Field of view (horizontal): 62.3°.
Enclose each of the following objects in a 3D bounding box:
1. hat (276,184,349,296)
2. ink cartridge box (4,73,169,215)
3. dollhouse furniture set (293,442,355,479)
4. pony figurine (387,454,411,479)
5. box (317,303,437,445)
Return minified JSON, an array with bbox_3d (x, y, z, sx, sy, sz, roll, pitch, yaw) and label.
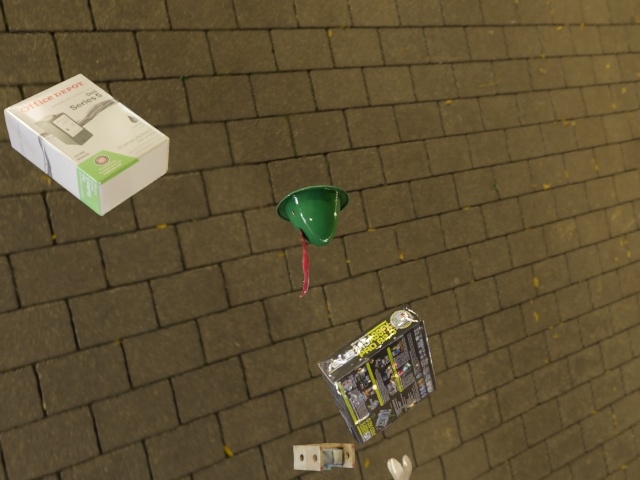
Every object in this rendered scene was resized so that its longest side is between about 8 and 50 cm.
[{"bbox_3d":[0.000,0.000,1.220,0.173,0.208,0.183,-14,68,5],"label":"hat"},{"bbox_3d":[-0.501,-0.213,1.151,0.273,0.114,0.198,36,51,9],"label":"ink cartridge box"},{"bbox_3d":[0.014,0.679,1.510,0.129,0.129,0.183,12,66,-36],"label":"dollhouse furniture set"},{"bbox_3d":[0.018,0.483,0.637,0.303,0.363,0.350,-10,135,-39],"label":"pony figurine"},{"bbox_3d":[0.127,0.283,1.093,0.216,0.060,0.270,-32,134,-12],"label":"box"}]
